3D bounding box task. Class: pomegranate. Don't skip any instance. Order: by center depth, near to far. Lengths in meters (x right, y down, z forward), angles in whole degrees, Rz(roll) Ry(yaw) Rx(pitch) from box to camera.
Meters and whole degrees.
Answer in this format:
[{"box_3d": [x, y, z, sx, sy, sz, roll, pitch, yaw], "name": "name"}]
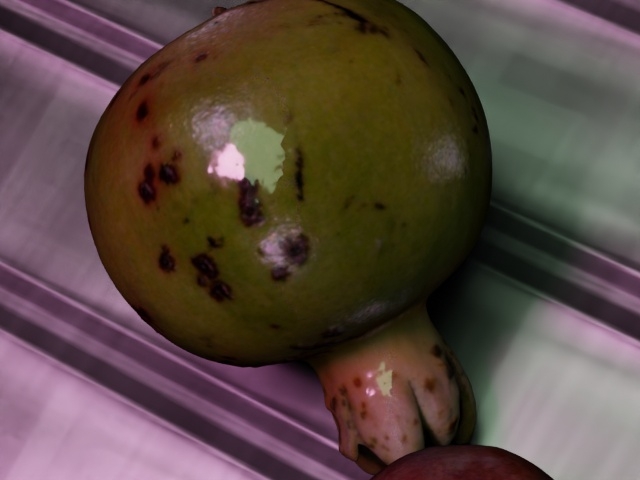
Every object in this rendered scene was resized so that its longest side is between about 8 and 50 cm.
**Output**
[{"box_3d": [0.001, -0.012, 0.842, 0.179, 0.210, 0.179, -27, 33, 19], "name": "pomegranate"}]

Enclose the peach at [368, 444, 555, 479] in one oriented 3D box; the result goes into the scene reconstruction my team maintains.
[{"box_3d": [0.056, 0.153, 0.777, 0.152, 0.152, 0.152, -5, 68, 12], "name": "peach"}]
